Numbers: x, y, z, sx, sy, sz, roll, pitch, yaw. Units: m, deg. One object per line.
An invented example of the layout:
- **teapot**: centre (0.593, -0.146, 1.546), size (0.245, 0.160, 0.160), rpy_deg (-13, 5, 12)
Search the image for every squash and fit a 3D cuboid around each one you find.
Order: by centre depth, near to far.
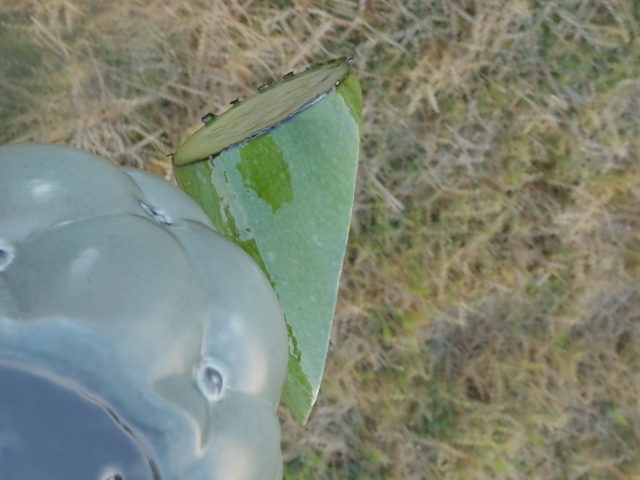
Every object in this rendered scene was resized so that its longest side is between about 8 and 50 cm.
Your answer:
- **squash**: centre (0.000, 0.000, 1.051), size (0.189, 0.189, 0.260), rpy_deg (-29, 106, -7)

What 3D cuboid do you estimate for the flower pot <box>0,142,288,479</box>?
- **flower pot**: centre (-0.131, 0.076, 0.576), size (0.246, 0.195, 0.246), rpy_deg (1, 112, 2)
